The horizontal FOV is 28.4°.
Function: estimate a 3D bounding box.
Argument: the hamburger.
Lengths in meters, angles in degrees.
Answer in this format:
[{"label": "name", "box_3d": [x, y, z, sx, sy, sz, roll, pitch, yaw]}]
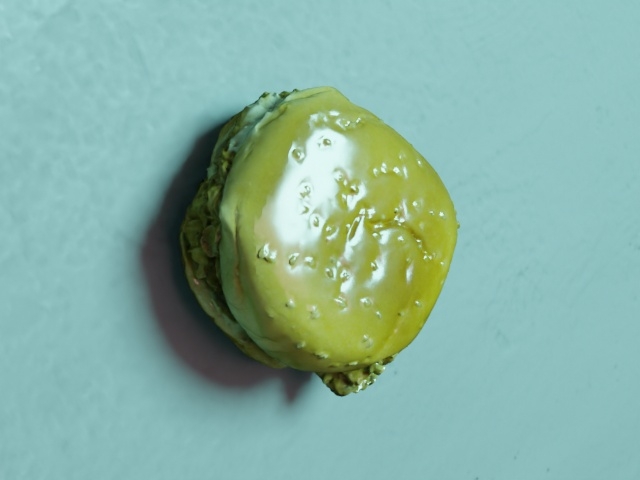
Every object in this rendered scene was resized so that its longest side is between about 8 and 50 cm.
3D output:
[{"label": "hamburger", "box_3d": [0.000, 0.000, 0.650, 0.147, 0.083, 0.138, 39, 69, -31]}]
